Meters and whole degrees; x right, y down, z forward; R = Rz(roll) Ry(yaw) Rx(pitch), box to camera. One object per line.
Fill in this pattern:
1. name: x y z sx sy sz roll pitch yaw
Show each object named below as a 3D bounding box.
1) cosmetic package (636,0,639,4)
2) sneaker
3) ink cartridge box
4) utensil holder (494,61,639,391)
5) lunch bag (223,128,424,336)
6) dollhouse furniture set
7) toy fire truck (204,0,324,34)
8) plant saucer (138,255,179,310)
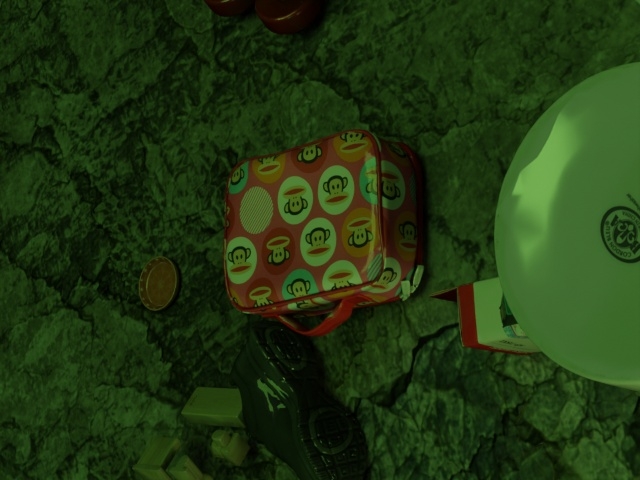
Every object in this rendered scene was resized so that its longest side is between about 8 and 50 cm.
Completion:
1. cosmetic package: 0.411 -0.337 1.695 0.161 0.230 0.453 -54 51 20
2. sneaker: -0.035 0.249 2.059 0.130 0.109 0.286 -53 49 34
3. ink cartridge box: 0.257 0.084 1.804 0.231 0.134 0.078 -15 72 39
4. utensil holder: 0.402 0.013 1.525 0.328 0.385 0.327 -10 75 40
5. lunch bag: 0.000 0.000 2.055 0.293 0.120 0.258 -11 75 39
6. dollhouse furniture set: -0.150 0.308 2.185 0.144 0.123 0.151 -2 45 41
7. toy fire truck: -0.076 -0.459 2.212 0.302 0.169 0.254 24 73 41
8. plant saucer: -0.245 0.066 2.326 0.083 0.013 0.083 -11 73 40
